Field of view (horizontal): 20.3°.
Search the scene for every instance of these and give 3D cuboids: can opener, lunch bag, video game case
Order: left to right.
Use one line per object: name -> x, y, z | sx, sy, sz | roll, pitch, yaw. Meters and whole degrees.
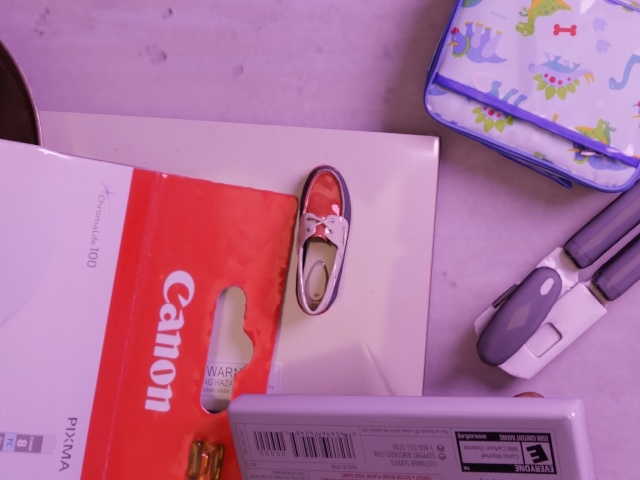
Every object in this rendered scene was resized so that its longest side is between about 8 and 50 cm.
video game case -> 0.093, 0.275, 1.564 | 0.329, 0.036, 0.300 | -2, 110, 27
lunch bag -> 0.211, -0.147, 1.605 | 0.219, 0.090, 0.176 | 25, 99, 5
can opener -> 0.256, 0.019, 1.606 | 0.283, 0.095, 0.076 | -42, 89, 8

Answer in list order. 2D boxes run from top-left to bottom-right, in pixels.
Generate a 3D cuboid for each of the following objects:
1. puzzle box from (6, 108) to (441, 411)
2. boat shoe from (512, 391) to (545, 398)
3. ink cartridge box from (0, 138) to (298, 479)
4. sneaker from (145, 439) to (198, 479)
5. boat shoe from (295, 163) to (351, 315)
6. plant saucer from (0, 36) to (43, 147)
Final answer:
puzzle box -> -0.098, 0.021, 1.670 | 0.409, 0.052, 0.272 | 5, 95, 7
boat shoe -> 0.174, 0.284, 1.619 | 0.123, 0.116, 0.324 | 16, 118, 19
ink cartridge box -> -0.223, 0.078, 1.561 | 0.385, 0.091, 0.308 | 10, 90, -10
sneaker -> -0.174, 0.310, 1.678 | 0.123, 0.109, 0.295 | 6, 85, 8
boat shoe -> 0.000, 0.000, 1.609 | 0.049, 0.043, 0.137 | 7, 93, 6
plant saucer -> -0.385, -0.080, 1.670 | 0.310, 0.050, 0.310 | 1, 93, 22
